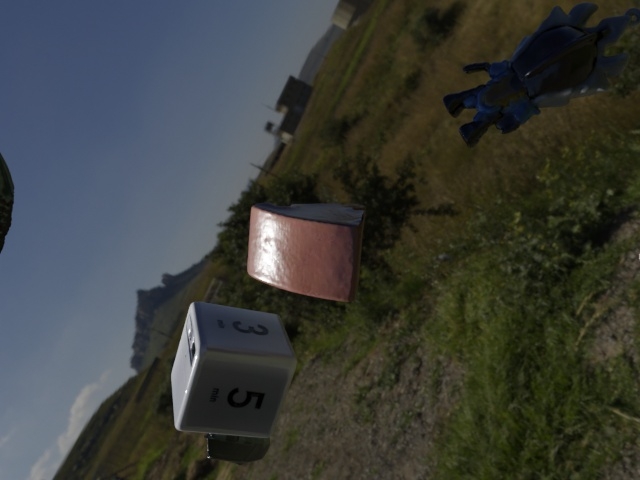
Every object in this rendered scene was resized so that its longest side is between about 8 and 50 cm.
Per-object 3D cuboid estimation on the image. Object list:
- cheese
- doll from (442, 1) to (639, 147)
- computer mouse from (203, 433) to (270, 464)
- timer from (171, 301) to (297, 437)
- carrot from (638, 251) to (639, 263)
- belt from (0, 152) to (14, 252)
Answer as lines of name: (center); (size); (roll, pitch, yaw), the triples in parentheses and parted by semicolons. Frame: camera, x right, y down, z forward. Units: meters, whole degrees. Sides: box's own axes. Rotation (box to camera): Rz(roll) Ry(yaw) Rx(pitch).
cheese: (-0.023, 0.001, 0.960); (0.203, 0.177, 0.128); (-68, -16, -77)
doll: (0.217, -0.164, 0.599); (0.195, 0.096, 0.070); (-30, -10, 16)
computer mouse: (-0.199, 0.502, 1.566); (0.071, 0.231, 0.126); (-1, 66, 38)
timer: (-0.178, 0.256, 1.236); (0.192, 0.195, 0.194); (-124, 50, -62)
carrot: (0.543, 0.073, 0.831); (0.070, 0.070, 0.260); (-62, 32, 16)
belt: (-0.519, -0.049, 0.800); (0.150, 0.207, 0.257); (23, 101, 46)
